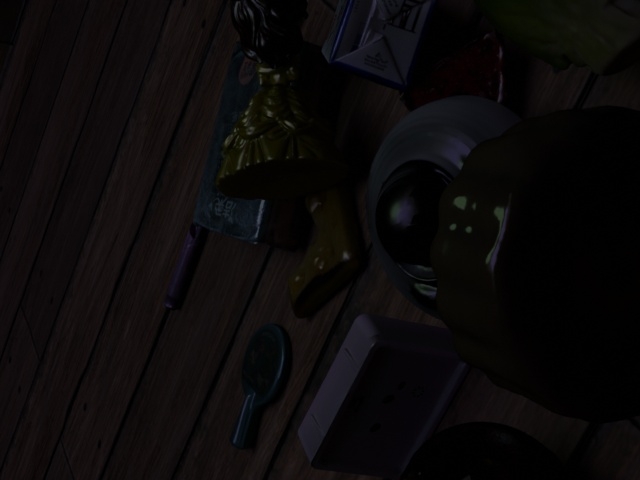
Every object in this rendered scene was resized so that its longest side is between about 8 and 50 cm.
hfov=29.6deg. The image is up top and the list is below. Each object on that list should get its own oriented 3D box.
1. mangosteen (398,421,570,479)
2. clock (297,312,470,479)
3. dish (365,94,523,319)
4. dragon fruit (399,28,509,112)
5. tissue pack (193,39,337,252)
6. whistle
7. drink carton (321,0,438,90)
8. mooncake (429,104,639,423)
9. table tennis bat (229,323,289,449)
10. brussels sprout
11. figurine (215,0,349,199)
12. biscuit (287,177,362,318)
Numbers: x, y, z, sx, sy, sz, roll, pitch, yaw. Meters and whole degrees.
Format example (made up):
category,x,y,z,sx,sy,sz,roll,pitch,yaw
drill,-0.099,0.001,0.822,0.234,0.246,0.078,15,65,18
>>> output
category,x,y,z,sx,sy,sz,roll,pitch,yaw
mangosteen,0.157,0.290,1.251,0.216,0.216,0.216,-26,58,53
clock,0.075,0.191,1.474,0.197,0.150,0.063,-65,31,23
dish,0.131,-0.023,1.384,0.273,0.134,0.273,15,111,43
dragon fruit,0.184,-0.183,1.501,0.161,0.120,0.127,-38,11,20
tissue pack,-0.084,-0.153,1.897,0.228,0.103,0.315,14,91,59
whistle,-0.241,0.043,2.160,0.033,0.033,0.176,46,119,54
drink carton,0.072,-0.279,1.574,0.315,0.106,0.130,-98,27,-79
mooncake,0.241,0.015,1.137,0.161,0.290,0.290,9,88,65
table tennis bat,-0.096,0.225,1.863,0.124,0.033,0.201,22,94,61
brussels sprout,0.271,-0.292,1.276,0.271,0.210,0.219,59,136,28
figurine,-0.063,-0.233,1.730,0.187,0.168,0.315,-24,65,50
biscuit,0.000,0.000,1.774,0.174,0.039,0.183,-43,45,47
